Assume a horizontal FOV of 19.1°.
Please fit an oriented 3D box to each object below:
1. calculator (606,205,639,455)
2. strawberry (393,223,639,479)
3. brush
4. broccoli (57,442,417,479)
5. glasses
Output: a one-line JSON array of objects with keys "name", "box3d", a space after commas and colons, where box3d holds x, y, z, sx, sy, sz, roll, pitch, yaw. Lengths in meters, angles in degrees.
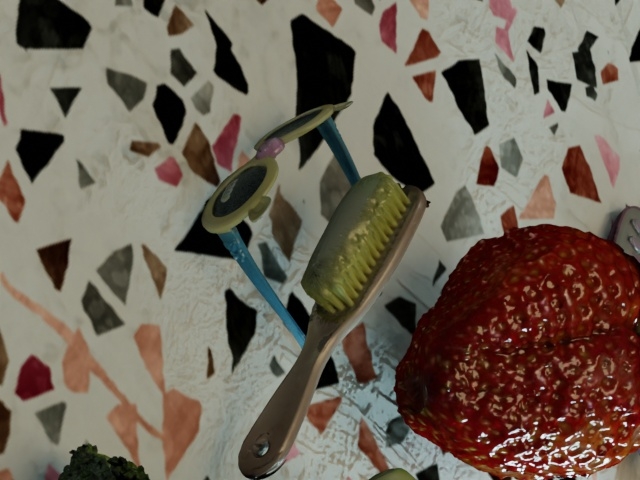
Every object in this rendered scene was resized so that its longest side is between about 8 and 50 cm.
[{"name": "calculator", "box3d": [0.362, 0.100, 2.159, 0.194, 0.043, 0.294, 43, 49, -34]}, {"name": "strawberry", "box3d": [0.185, 0.116, 1.807, 0.288, 0.238, 0.250, -19, 92, -41]}, {"name": "brush", "box3d": [-0.004, 0.064, 1.655, 0.067, 0.072, 0.313, 43, 63, -31]}, {"name": "broccoli", "box3d": [-0.062, 0.249, 1.505, 0.361, 0.252, 0.221, -14, 97, -64]}, {"name": "glasses", "box3d": [-0.026, -0.001, 1.735, 0.189, 0.088, 0.220, -53, 141, -42]}]
